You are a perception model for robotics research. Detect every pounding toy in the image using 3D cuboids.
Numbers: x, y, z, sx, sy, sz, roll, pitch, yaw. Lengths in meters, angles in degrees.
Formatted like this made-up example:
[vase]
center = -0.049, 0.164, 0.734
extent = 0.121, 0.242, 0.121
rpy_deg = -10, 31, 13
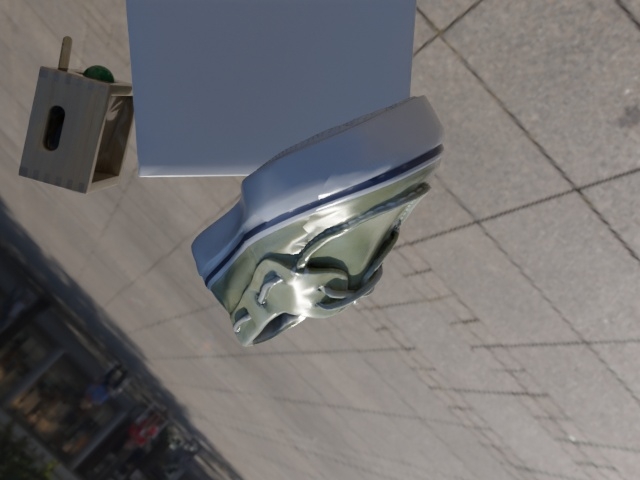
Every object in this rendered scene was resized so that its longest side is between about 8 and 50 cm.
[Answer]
[pounding toy]
center = -0.253, -0.134, 0.908
extent = 0.100, 0.141, 0.130
rpy_deg = 15, -170, 2

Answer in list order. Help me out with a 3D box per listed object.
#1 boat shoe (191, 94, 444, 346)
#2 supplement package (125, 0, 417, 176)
[boat shoe]
center = 0.000, 0.000, 0.558
extent = 0.094, 0.109, 0.302
rpy_deg = 64, 156, 4
[supplement package]
center = -0.049, -0.181, 0.866
extent = 0.145, 0.262, 0.204
rpy_deg = -101, 11, -65
